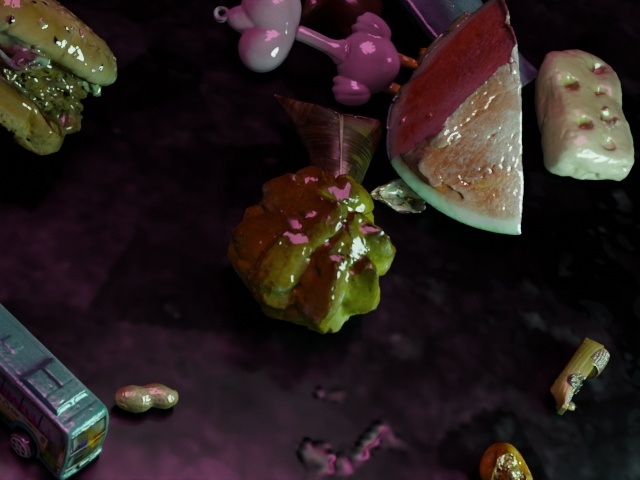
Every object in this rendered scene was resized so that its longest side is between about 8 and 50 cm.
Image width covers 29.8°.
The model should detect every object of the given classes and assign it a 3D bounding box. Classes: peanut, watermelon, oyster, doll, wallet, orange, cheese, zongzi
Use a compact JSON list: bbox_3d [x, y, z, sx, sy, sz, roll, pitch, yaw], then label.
[{"bbox_3d":[-0.223,0.200,1.539,0.083,0.037,0.037,-4,53,-20],"label":"peanut"},{"bbox_3d":[0.210,-0.202,1.921,0.222,0.319,0.292,-5,28,1],"label":"watermelon"},{"bbox_3d":[0.124,-0.071,1.893,0.093,0.034,0.051,25,63,-14],"label":"oyster"},{"bbox_3d":[-0.002,-0.323,1.989,0.365,0.094,0.160,19,89,-3],"label":"doll"},{"bbox_3d":[0.225,-0.398,2.115,0.379,0.046,0.190,53,48,2],"label":"wallet"},{"bbox_3d":[0.246,0.313,1.600,0.086,0.062,0.086,50,18,-23],"label":"orange"},{"bbox_3d":[0.458,-0.221,2.094,0.159,0.093,0.263,9,53,-17],"label":"cheese"},{"bbox_3d":[-0.014,-0.133,1.861,0.184,0.084,0.187,21,52,1],"label":"zongzi"}]

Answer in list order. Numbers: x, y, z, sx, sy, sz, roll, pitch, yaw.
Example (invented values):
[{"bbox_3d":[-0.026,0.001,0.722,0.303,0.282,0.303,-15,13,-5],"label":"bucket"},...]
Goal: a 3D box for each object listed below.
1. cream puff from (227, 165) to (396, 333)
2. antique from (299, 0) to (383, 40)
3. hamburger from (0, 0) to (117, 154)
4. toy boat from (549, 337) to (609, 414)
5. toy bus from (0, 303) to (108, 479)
[{"bbox_3d":[-0.006,0.011,1.685,0.244,0.196,0.244,0,83,0],"label":"cream puff"},{"bbox_3d":[0.044,-0.463,2.129,0.143,0.121,0.257,13,50,-10],"label":"antique"},{"bbox_3d":[-0.430,-0.264,1.671,0.276,0.318,0.195,37,93,6],"label":"hamburger"},{"bbox_3d":[0.376,0.197,1.752,0.049,0.047,0.149,36,48,11],"label":"toy boat"},{"bbox_3d":[-0.371,0.170,1.466,0.261,0.109,0.091,40,44,13],"label":"toy bus"}]
